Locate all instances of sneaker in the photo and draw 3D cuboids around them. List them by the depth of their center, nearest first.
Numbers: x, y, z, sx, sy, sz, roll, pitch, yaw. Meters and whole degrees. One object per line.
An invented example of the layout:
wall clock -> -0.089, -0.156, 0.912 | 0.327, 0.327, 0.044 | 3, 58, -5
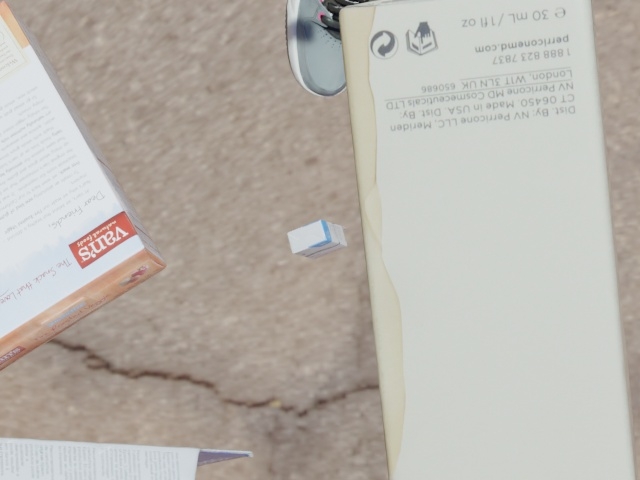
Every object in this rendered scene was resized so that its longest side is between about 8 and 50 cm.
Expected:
sneaker -> 0.057, -0.278, 1.680 | 0.124, 0.178, 0.295 | 6, 111, -23

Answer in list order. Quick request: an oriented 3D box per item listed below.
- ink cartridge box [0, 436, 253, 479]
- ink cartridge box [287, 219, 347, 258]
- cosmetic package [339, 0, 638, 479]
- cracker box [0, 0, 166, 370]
ink cartridge box -> -0.287, 0.250, 1.463 | 0.330, 0.324, 0.071 | 13, 66, -43
ink cartridge box -> 0.000, 0.000, 1.859 | 0.083, 0.048, 0.028 | 14, 57, -66
cosmetic package -> 0.089, 0.040, 0.727 | 0.113, 0.160, 0.309 | -4, 93, 11
cracker box -> -0.239, -0.039, 1.139 | 0.156, 0.067, 0.232 | -31, 72, 1
